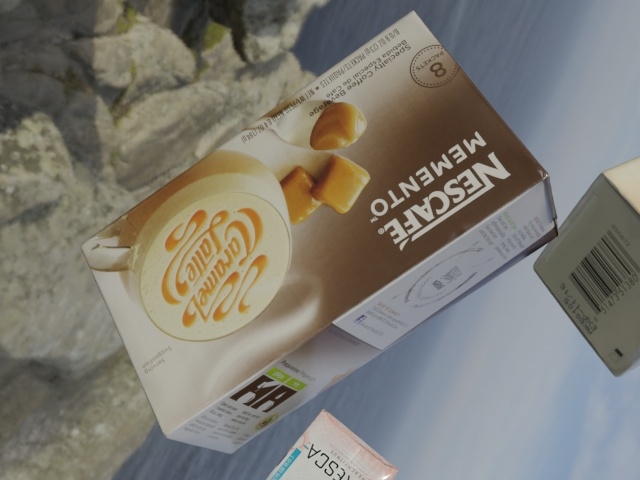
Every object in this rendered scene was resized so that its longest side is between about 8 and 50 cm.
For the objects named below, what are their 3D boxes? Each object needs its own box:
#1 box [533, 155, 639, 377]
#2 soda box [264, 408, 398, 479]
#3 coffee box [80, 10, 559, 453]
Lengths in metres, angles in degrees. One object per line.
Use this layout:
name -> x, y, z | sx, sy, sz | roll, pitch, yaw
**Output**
box -> 0.353, -0.020, 0.732 | 0.311, 0.121, 0.148 | -21, 153, -26
soda box -> 0.004, 0.170, 0.570 | 0.063, 0.058, 0.183 | -49, 164, -19
coffee box -> 0.000, 0.000, 0.523 | 0.246, 0.141, 0.098 | -34, 153, 6
